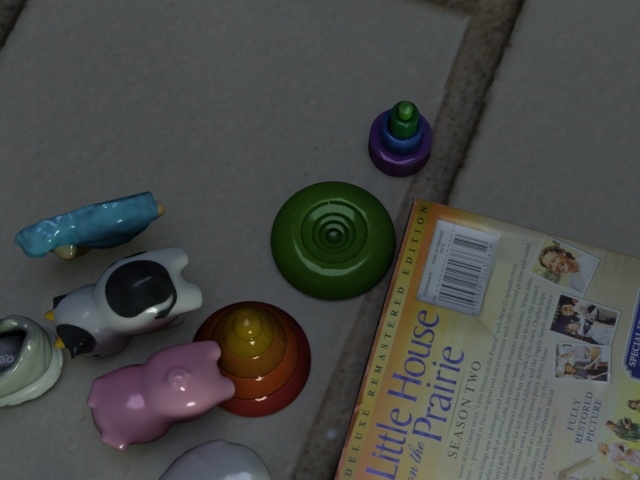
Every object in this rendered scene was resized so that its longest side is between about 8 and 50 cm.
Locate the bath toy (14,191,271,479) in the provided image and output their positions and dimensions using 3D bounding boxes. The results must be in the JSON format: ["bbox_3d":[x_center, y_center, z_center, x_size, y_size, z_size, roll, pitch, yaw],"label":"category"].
[{"bbox_3d":[-0.169,0.131,1.552,0.129,0.151,0.348,-15,74,-37],"label":"bath toy"}]

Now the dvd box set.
[{"bbox_3d":[0.251,0.156,1.589,0.420,0.062,0.307,15,70,4],"label":"dvd box set"}]

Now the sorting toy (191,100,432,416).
[{"bbox_3d":[0.000,0.000,1.609,0.127,0.126,0.365,32,73,11],"label":"sorting toy"}]

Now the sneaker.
[{"bbox_3d":[-0.376,0.135,1.551,0.262,0.121,0.099,-28,73,-10],"label":"sneaker"}]
